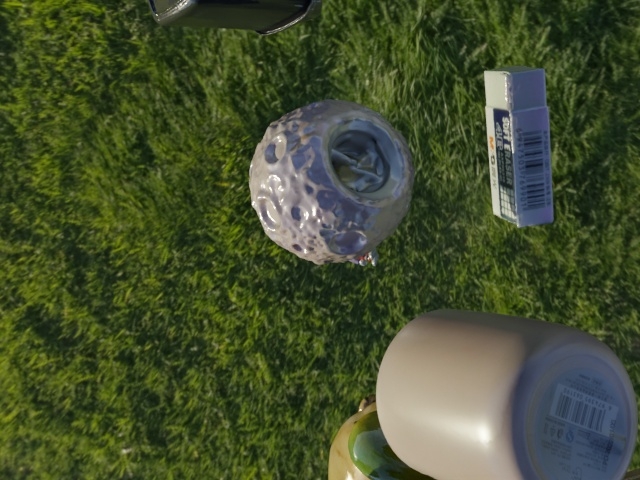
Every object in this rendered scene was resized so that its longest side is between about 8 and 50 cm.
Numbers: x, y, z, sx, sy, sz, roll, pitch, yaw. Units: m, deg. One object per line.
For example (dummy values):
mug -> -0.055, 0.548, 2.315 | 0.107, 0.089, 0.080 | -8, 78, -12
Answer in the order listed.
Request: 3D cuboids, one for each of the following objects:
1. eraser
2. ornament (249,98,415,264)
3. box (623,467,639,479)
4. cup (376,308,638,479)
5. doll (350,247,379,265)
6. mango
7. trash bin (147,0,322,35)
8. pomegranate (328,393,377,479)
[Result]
eraser -> 0.374, -0.179, 1.162 | 0.086, 0.130, 0.287 | -10, 108, -2
ornament -> 0.012, -0.087, 0.973 | 0.259, 0.259, 0.225 | 46, 150, -9
box -> 0.362, 0.498, 0.768 | 0.386, 0.122, 0.344 | -14, 95, -6
cup -> 0.207, 0.194, 0.640 | 0.191, 0.200, 0.252 | -42, 104, -21
doll -> 0.000, 0.000, 1.162 | 0.228, 0.102, 0.075 | 15, 70, 18
mango -> 0.140, 0.341, 1.008 | 0.191, 0.122, 0.085 | 11, 145, 1
trash bin -> -0.128, -0.436, 0.968 | 0.182, 0.290, 0.209 | -2, 103, 47
pomegranate -> 0.207, 0.541, 1.489 | 0.412, 0.411, 0.411 | 3, 111, 8
